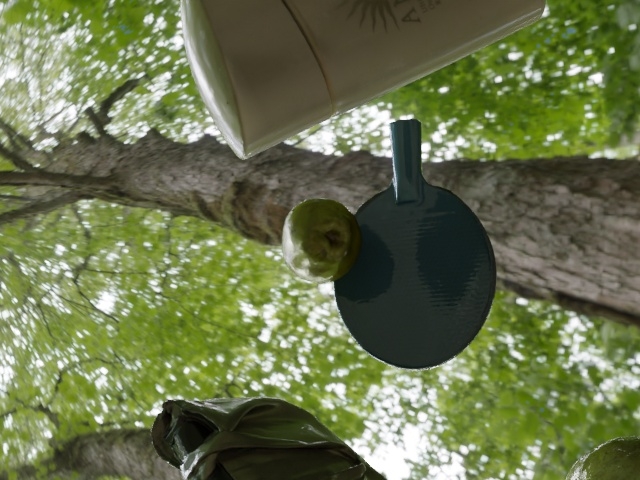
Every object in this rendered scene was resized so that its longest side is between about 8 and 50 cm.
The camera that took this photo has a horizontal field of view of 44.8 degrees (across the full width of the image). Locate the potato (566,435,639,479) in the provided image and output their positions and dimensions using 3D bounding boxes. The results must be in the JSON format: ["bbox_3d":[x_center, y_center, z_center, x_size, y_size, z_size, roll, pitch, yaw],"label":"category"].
[{"bbox_3d":[0.415,0.305,0.902,0.197,0.228,0.148,42,-126,-26],"label":"potato"}]

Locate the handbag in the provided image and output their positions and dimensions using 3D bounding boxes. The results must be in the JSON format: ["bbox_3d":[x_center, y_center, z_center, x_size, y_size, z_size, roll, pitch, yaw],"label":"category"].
[{"bbox_3d":[-0.023,0.269,0.853,0.253,0.316,0.109,17,-74,-54],"label":"handbag"}]

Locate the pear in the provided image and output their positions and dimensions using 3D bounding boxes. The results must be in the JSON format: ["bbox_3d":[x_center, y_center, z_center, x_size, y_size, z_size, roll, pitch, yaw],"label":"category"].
[{"bbox_3d":[0.000,0.000,0.972,0.107,0.131,0.107,0,-90,-9],"label":"pear"}]

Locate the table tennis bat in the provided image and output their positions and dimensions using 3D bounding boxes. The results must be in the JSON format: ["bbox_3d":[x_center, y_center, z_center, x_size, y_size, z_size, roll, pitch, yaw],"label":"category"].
[{"bbox_3d":[0.117,0.003,1.011,0.044,0.215,0.329,26,-119,-66],"label":"table tennis bat"}]

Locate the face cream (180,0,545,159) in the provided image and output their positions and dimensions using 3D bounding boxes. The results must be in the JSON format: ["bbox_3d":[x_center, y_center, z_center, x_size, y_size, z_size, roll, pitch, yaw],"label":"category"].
[{"bbox_3d":[0.034,-0.214,0.706,0.348,0.081,0.173,-28,-99,-22],"label":"face cream"}]
